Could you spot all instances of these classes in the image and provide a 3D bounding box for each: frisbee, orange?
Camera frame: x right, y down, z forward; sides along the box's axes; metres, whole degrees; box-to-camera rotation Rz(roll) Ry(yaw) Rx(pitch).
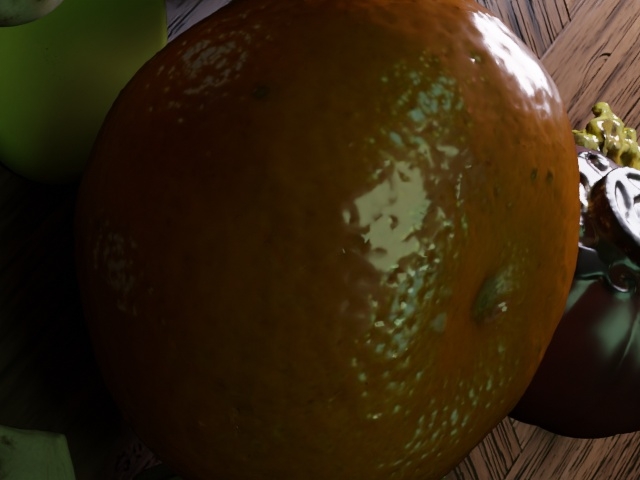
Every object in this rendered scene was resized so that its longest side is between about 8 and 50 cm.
[{"bbox_3d":[-0.192,-0.159,1.436,0.236,0.017,0.236,-9,101,-53],"label":"frisbee"},{"bbox_3d":[0.000,0.000,1.452,0.424,0.326,0.424,-32,134,-41],"label":"orange"}]

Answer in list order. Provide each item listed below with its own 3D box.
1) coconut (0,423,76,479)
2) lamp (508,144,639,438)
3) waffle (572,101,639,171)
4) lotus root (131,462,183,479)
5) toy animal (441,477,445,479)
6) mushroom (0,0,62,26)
[{"bbox_3d":[-0.251,0.200,1.242,0.224,0.224,0.224,-8,100,-53],"label":"coconut"},{"bbox_3d":[0.238,0.048,1.830,0.303,0.257,0.303,24,40,-22],"label":"lamp"},{"bbox_3d":[0.307,0.010,2.102,0.281,0.058,0.300,-34,121,-45],"label":"waffle"},{"bbox_3d":[-0.106,0.233,1.550,0.144,0.070,0.143,-33,115,-41],"label":"lotus root"},{"bbox_3d":[0.072,0.224,1.765,0.103,0.100,0.208,49,29,4],"label":"toy animal"},{"bbox_3d":[-0.234,-0.217,1.278,0.166,0.127,0.166,45,25,-28],"label":"mushroom"}]
